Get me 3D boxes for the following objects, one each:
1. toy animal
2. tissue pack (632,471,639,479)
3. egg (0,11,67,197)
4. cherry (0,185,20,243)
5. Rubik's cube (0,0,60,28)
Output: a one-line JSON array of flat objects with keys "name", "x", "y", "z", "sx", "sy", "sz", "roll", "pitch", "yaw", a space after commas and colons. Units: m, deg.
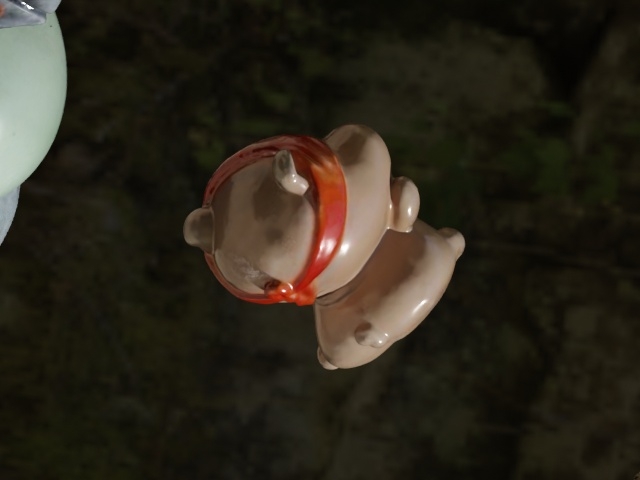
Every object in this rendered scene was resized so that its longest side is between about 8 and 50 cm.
[{"name": "toy animal", "x": 0.000, "y": 0.000, "z": 1.550, "sx": 0.198, "sy": 0.171, "sz": 0.171, "roll": 41, "pitch": 41, "yaw": -23}, {"name": "tissue pack", "x": 0.341, "y": 0.225, "z": 1.586, "sx": 0.169, "sy": 0.120, "sz": 0.082, "roll": 26, "pitch": 54, "yaw": -50}, {"name": "egg", "x": -0.331, "y": -0.164, "z": 1.410, "sx": 0.230, "sy": 0.371, "sz": 0.230, "roll": -34, "pitch": 150, "yaw": -24}, {"name": "cherry", "x": -0.401, "y": -0.074, "z": 1.833, "sx": 0.218, "sy": 0.255, "sz": 0.296, "roll": 118, "pitch": -36, "yaw": -69}, {"name": "Rubik's cube", "x": -0.256, "y": -0.256, "z": 0.917, "sx": 0.255, "sy": 0.259, "sz": 0.260, "roll": 104, "pitch": -22, "yaw": -57}]
